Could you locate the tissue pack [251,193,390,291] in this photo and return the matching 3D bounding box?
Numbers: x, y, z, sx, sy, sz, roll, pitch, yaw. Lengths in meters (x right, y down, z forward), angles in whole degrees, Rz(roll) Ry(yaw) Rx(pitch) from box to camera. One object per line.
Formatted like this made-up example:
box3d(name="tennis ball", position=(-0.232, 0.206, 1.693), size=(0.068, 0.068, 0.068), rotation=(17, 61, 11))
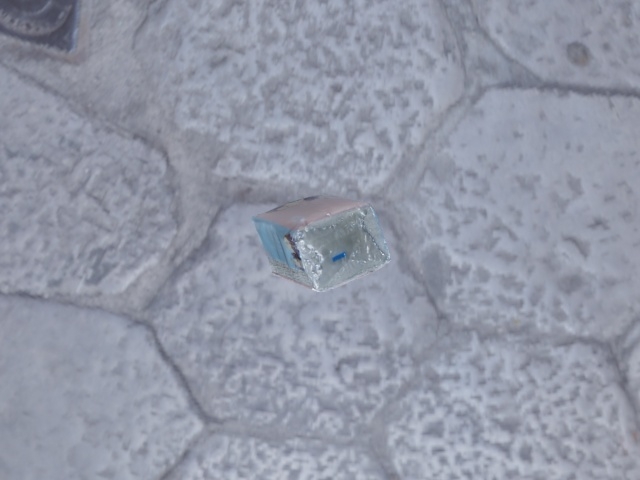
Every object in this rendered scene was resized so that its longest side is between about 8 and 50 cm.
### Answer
box3d(name="tissue pack", position=(0.000, 0.000, 0.820), size=(0.074, 0.094, 0.058), rotation=(-21, 104, -19))
